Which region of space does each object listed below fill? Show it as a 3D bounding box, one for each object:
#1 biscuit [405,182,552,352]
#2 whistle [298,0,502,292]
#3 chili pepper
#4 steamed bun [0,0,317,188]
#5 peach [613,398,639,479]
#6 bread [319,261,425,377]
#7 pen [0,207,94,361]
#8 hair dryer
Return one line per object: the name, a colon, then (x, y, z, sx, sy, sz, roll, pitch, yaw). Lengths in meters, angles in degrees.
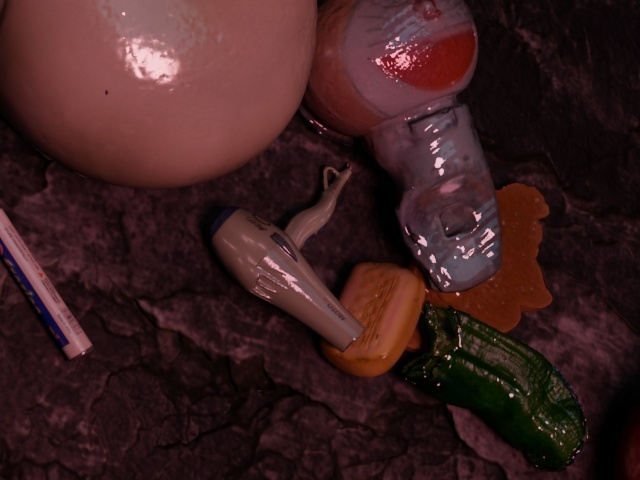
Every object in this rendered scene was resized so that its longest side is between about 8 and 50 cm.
biscuit: (0.147, 0.029, 1.742, 0.162, 0.035, 0.250, 48, 54, -2)
whistle: (0.090, -0.120, 1.670, 0.189, 0.189, 0.347, -22, 88, -37)
chili pepper: (0.167, 0.136, 1.691, 0.224, 0.061, 0.098, 37, 86, -22)
steamed bun: (-0.146, -0.206, 1.524, 0.324, 0.206, 0.324, 12, 66, -29)
peach: (0.402, 0.243, 1.724, 0.362, 0.201, 0.257, -29, 89, -48)
bread: (0.051, 0.077, 1.641, 0.056, 0.082, 0.115, 67, 37, -52)
pen: (-0.255, 0.013, 1.486, 0.025, 0.025, 0.204, -36, 94, -37)
hair dryer: (0.007, 0.018, 1.632, 0.199, 0.067, 0.167, -25, 73, -44)
